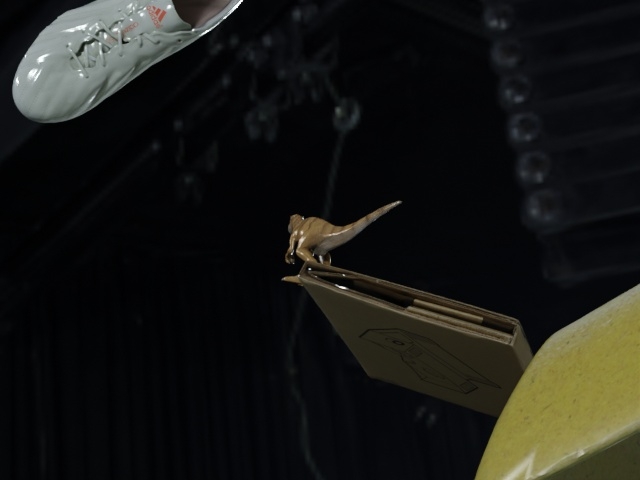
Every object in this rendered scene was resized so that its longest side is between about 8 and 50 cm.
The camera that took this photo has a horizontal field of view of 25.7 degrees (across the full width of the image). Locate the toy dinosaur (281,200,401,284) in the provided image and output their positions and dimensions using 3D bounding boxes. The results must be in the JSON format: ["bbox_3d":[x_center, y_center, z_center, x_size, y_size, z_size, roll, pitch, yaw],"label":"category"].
[{"bbox_3d":[0.000,0.000,1.643,0.064,0.112,0.211,16,-7,-31],"label":"toy dinosaur"}]

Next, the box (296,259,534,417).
[{"bbox_3d":[0.085,0.082,1.045,0.164,0.021,0.201,15,-19,24],"label":"box"}]

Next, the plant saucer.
[{"bbox_3d":[0.277,0.043,0.711,0.333,0.081,0.333,11,-38,-46],"label":"plant saucer"}]

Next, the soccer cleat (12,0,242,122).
[{"bbox_3d":[-0.136,-0.152,1.018,0.196,0.068,0.076,-37,21,-21],"label":"soccer cleat"}]
